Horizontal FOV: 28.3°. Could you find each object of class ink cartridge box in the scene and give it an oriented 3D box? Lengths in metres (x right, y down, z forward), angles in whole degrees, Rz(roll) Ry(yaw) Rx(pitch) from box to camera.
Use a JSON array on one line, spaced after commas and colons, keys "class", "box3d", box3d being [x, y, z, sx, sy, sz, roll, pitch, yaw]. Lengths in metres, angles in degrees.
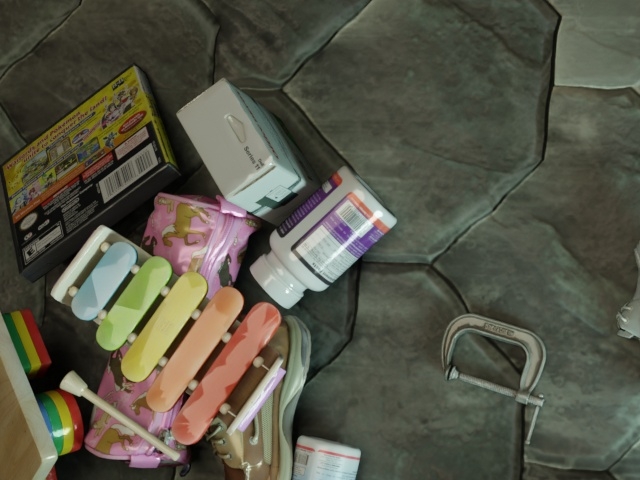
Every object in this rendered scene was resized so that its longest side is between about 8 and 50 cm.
[{"class": "ink cartridge box", "box3d": [-0.090, -0.114, 1.725, 0.087, 0.208, 0.153, -35, 70, 10]}]

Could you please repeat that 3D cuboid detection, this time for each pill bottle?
[{"class": "pill bottle", "box3d": [-0.004, 0.342, 1.669, 0.087, 0.087, 0.160, 11, 83, 21]}, {"class": "pill bottle", "box3d": [0.000, 0.000, 1.725, 0.193, 0.108, 0.108, -43, 69, 7]}]

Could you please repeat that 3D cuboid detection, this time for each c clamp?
[{"class": "c clamp", "box3d": [0.224, 0.170, 1.657, 0.160, 0.022, 0.137, 22, 88, 22]}]

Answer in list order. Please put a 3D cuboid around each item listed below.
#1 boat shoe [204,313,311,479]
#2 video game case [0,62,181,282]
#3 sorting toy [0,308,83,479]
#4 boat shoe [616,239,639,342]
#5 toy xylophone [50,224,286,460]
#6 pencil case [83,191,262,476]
[{"class": "boat shoe", "box3d": [-0.102, 0.251, 1.687, 0.116, 0.123, 0.325, 15, 73, -23]}, {"class": "video game case", "box3d": [-0.343, -0.102, 1.854, 0.274, 0.035, 0.248, -35, 46, 11]}, {"class": "sorting toy", "box3d": [-0.426, 0.239, 1.779, 0.255, 0.089, 0.257, 62, 142, 21]}, {"class": "boat shoe", "box3d": [0.408, 0.108, 1.574, 0.081, 0.079, 0.228, -12, 79, 13]}, {"class": "toy xylophone", "box3d": [-0.202, 0.140, 1.619, 0.322, 0.081, 0.236, 27, 87, 13]}, {"class": "pencil case", "box3d": [-0.202, 0.121, 1.746, 0.167, 0.160, 0.386, 12, 83, 22]}]
